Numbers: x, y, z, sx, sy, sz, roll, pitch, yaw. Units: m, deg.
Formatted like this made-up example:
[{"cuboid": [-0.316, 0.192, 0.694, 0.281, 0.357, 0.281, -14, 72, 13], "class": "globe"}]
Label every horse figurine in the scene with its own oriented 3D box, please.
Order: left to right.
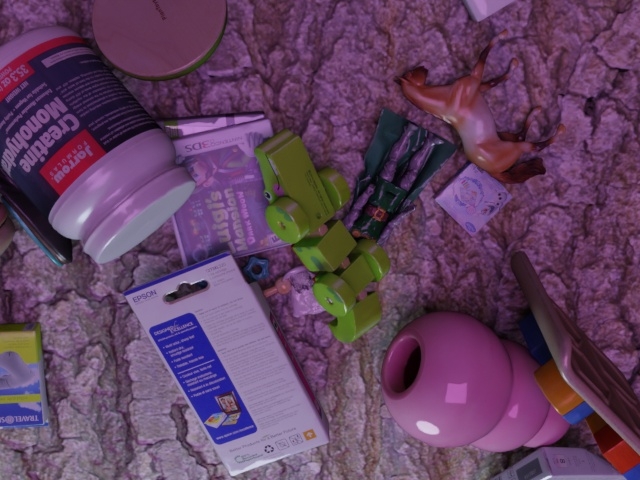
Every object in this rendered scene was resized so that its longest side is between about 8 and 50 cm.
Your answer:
[{"cuboid": [0.252, -0.181, 1.208, 0.174, 0.066, 0.263, -36, 105, -7], "class": "horse figurine"}]

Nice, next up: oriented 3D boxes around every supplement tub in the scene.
[{"cuboid": [-0.315, -0.125, 1.064, 0.191, 0.191, 0.272, -42, 88, 6], "class": "supplement tub"}]

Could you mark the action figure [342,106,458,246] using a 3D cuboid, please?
[{"cuboid": [0.099, -0.068, 1.231, 0.137, 0.063, 0.232, 25, 105, -16], "class": "action figure"}]

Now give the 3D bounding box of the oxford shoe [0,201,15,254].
[{"cuboid": [-0.545, 0.094, 1.155, 0.397, 0.140, 0.146, -37, 115, 22], "class": "oxford shoe"}]

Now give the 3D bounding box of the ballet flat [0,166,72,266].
[{"cuboid": [-0.433, -0.088, 1.147, 0.096, 0.095, 0.280, -45, 106, -6], "class": "ballet flat"}]

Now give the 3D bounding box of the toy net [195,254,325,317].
[{"cuboid": [-0.085, 0.042, 1.249, 0.232, 0.045, 0.122, 18, 100, -13], "class": "toy net"}]

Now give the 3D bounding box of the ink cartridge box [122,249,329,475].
[{"cuboid": [-0.135, 0.187, 1.242, 0.176, 0.069, 0.371, -21, 115, 8], "class": "ink cartridge box"}]

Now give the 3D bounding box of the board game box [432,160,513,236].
[{"cuboid": [0.237, -0.068, 1.265, 0.090, 0.020, 0.090, -45, 106, 6], "class": "board game box"}]

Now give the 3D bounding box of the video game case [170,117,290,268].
[{"cuboid": [-0.136, -0.066, 1.177, 0.173, 0.022, 0.190, -14, 105, -5], "class": "video game case"}]

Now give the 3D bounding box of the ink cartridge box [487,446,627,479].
[{"cuboid": [0.410, 0.408, 1.364, 0.232, 0.066, 0.189, 5, 142, -28], "class": "ink cartridge box"}]

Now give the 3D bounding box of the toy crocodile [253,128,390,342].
[{"cuboid": [0.000, 0.000, 1.172, 0.115, 0.105, 0.340, -44, 116, -31], "class": "toy crocodile"}]

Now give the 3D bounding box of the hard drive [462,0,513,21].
[{"cuboid": [0.235, -0.495, 1.134, 0.203, 0.040, 0.307, -31, 107, 3], "class": "hard drive"}]

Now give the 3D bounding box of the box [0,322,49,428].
[{"cuboid": [-0.483, 0.217, 1.250, 0.109, 0.042, 0.178, -2, 105, -6], "class": "box"}]

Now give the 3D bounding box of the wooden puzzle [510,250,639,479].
[{"cuboid": [0.397, 0.214, 1.211, 0.080, 0.322, 0.348, -37, 107, 16], "class": "wooden puzzle"}]

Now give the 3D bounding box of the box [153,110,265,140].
[{"cuboid": [-0.169, -0.111, 1.197, 0.186, 0.038, 0.145, -4, 105, -4], "class": "box"}]

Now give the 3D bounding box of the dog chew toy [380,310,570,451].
[{"cuboid": [0.260, 0.235, 1.267, 0.332, 0.206, 0.206, 20, 103, -25], "class": "dog chew toy"}]

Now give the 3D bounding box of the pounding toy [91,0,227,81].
[{"cuboid": [-0.208, -0.314, 1.116, 0.183, 0.110, 0.236, -4, 77, 6], "class": "pounding toy"}]
